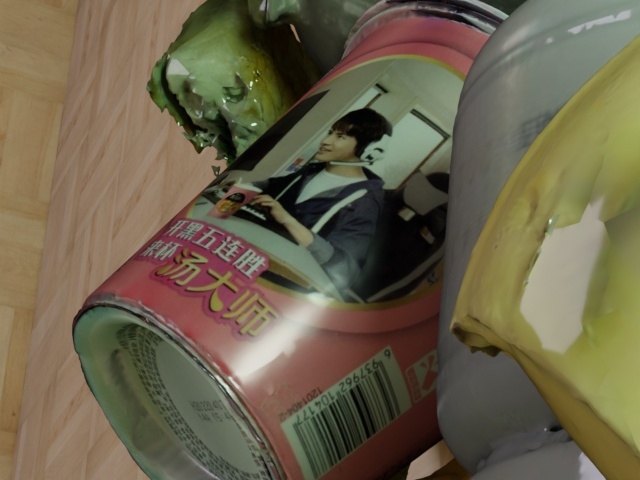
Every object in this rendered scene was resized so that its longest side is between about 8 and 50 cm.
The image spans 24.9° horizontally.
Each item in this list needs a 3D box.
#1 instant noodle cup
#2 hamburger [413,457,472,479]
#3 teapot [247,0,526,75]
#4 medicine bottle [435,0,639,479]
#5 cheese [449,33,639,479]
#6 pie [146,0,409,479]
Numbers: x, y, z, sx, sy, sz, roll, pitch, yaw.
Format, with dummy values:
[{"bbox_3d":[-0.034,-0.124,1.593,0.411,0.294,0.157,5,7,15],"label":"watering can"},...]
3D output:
[{"bbox_3d":[0.012,0.027,0.780,0.255,0.244,0.244,-38,3,-29],"label":"instant noodle cup"},{"bbox_3d":[0.092,0.210,0.706,0.149,0.237,0.237,-50,31,37],"label":"hamburger"},{"bbox_3d":[0.085,-0.221,0.936,0.239,0.239,0.322,83,-157,-76],"label":"teapot"},{"bbox_3d":[0.167,0.062,0.574,0.245,0.245,0.306,143,138,-59],"label":"medicine bottle"},{"bbox_3d":[0.219,0.002,0.378,0.316,0.259,0.128,-40,-3,4],"label":"cheese"},{"bbox_3d":[0.000,0.000,1.026,0.078,0.296,0.371,-22,81,20],"label":"pie"}]
